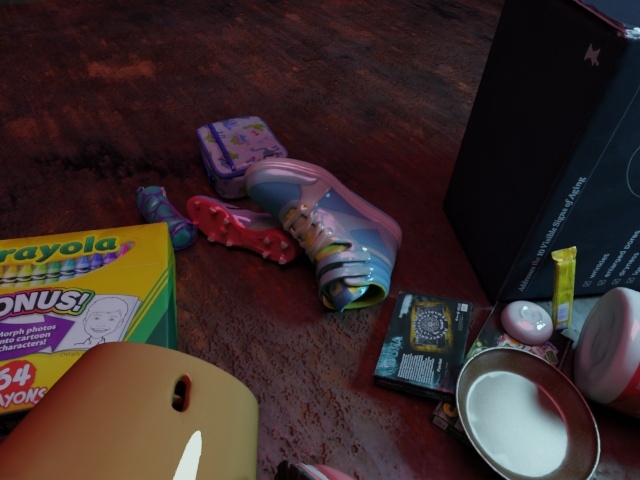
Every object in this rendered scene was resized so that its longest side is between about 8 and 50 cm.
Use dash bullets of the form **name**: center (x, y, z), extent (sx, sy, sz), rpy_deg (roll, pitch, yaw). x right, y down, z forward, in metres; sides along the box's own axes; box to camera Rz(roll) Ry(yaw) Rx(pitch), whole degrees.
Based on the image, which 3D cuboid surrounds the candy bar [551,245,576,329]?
- **candy bar**: center (0.401, 0.086, 0.761), extent (0.040, 0.161, 0.018), rpy_deg (-12, 26, -2)

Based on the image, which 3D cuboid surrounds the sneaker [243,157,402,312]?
- **sneaker**: center (0.000, 0.000, 0.773), extent (0.319, 0.127, 0.208), rpy_deg (26, 47, -14)

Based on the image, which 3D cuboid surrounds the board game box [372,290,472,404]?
- **board game box**: center (0.167, 0.161, 0.732), extent (0.126, 0.026, 0.186), rpy_deg (9, 41, 20)

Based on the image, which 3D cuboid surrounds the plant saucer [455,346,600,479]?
- **plant saucer**: center (0.276, 0.243, 0.629), extent (0.198, 0.036, 0.199), rpy_deg (6, 48, -6)

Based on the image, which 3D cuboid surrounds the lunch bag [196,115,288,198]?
- **lunch bag**: center (-0.180, -0.193, 1.036), extent (0.176, 0.090, 0.219), rpy_deg (-16, 47, -16)

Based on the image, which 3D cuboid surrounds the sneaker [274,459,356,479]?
- **sneaker**: center (0.019, 0.269, 0.443), extent (0.136, 0.314, 0.116), rpy_deg (1, 63, -19)

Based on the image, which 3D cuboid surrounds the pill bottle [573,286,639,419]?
- **pill bottle**: center (0.555, 0.198, 0.643), extent (0.318, 0.176, 0.176), rpy_deg (19, 46, 14)

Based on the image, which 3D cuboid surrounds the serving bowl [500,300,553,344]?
- **serving bowl**: center (0.345, 0.130, 0.758), extent (0.083, 0.027, 0.083), rpy_deg (2, 44, -2)

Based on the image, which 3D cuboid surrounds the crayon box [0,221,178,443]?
- **crayon box**: center (-0.405, 0.129, 0.678), extent (0.363, 0.106, 0.313), rpy_deg (-7, 46, -12)

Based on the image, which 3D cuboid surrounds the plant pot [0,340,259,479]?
- **plant pot**: center (-0.181, 0.237, 0.448), extent (0.291, 0.291, 0.203), rpy_deg (11, 50, 6)

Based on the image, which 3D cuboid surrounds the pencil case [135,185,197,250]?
- **pencil case**: center (-0.301, -0.047, 0.891), extent (0.151, 0.064, 0.070), rpy_deg (43, 98, 30)

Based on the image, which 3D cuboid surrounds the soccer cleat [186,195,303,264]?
- **soccer cleat**: center (-0.142, -0.029, 0.888), extent (0.248, 0.083, 0.095), rpy_deg (21, 32, 15)

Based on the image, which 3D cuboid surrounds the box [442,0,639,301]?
- **box**: center (0.529, -0.163, 0.789), extent (0.471, 0.480, 0.297), rpy_deg (-4, 44, -10)

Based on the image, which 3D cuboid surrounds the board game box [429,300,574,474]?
- **board game box**: center (0.288, 0.213, 0.710), extent (0.136, 0.030, 0.259), rpy_deg (31, 50, 21)
